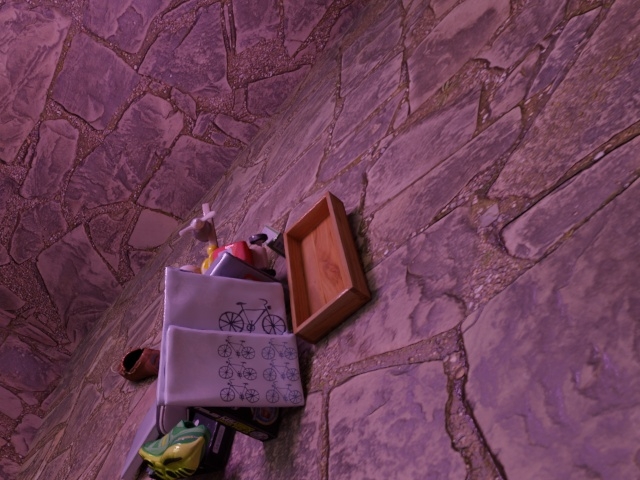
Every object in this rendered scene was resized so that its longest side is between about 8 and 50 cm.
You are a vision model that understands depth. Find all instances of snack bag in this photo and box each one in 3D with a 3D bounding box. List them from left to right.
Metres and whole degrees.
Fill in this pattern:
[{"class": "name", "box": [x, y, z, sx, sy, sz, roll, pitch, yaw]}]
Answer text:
[{"class": "snack bag", "box": [-0.203, 0.218, 1.093, 0.037, 0.323, 0.342, -53, 36, 43]}]

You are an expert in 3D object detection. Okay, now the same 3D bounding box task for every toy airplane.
[{"class": "toy airplane", "box": [-0.335, 0.112, 1.518, 0.386, 0.272, 0.384, 42, 131, 50]}]

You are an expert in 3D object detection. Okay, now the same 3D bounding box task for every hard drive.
[{"class": "hard drive", "box": [-0.540, 0.591, 1.509, 0.307, 0.040, 0.203, -55, 17, 24]}, {"class": "hard drive", "box": [-0.351, 0.534, 1.322, 0.339, 0.064, 0.237, -31, 33, 38]}]

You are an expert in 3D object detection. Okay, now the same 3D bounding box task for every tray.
[{"class": "tray", "box": [0.003, 0.058, 1.275, 0.203, 0.076, 0.411, -42, 33, 22]}]

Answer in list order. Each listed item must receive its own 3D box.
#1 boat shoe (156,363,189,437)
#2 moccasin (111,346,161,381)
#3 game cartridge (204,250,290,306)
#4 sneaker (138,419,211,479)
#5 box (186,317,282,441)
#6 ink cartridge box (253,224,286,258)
[{"class": "boat shoe", "box": [-0.421, 0.395, 1.361, 0.095, 0.112, 0.335, -32, 49, 48]}, {"class": "moccasin", "box": [-0.776, 0.513, 1.975, 0.380, 0.147, 0.139, -18, 43, 51]}, {"class": "game cartridge", "box": [-0.215, 0.167, 1.304, 0.196, 0.294, 0.060, -51, 46, 3]}, {"class": "sneaker", "box": [-0.356, 0.525, 1.180, 0.295, 0.109, 0.123, -28, 13, 45]}, {"class": "box", "box": [-0.180, 0.311, 1.136, 0.060, 0.216, 0.270, -35, 30, 36]}, {"class": "ink cartridge box", "box": [-0.145, 0.006, 1.587, 0.062, 0.109, 0.209, -55, 25, -4]}]
